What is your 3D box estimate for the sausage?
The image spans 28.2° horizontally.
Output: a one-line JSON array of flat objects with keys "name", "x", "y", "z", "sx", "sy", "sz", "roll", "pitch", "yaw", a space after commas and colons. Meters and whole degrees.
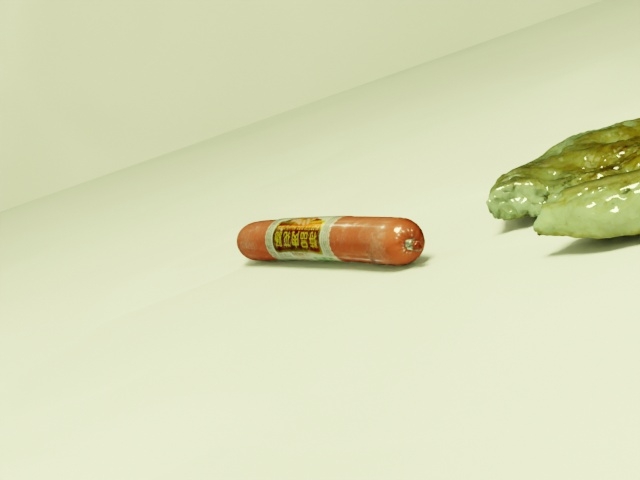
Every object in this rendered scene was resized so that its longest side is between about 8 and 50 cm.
[{"name": "sausage", "x": 0.000, "y": 0.000, "z": 0.877, "sx": 0.034, "sy": 0.034, "sz": 0.253, "roll": -24, "pitch": 10, "yaw": -26}]

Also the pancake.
[{"name": "pancake", "x": 0.219, "y": -0.055, "z": 0.756, "sx": 0.253, "sy": 0.037, "sz": 0.253, "roll": -19, "pitch": 10, "yaw": 4}]
